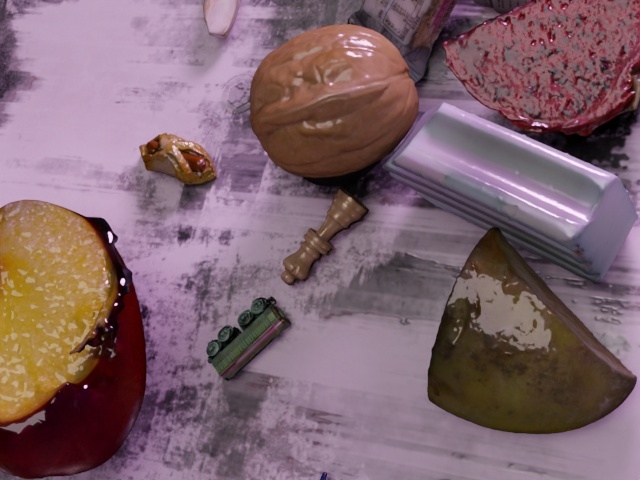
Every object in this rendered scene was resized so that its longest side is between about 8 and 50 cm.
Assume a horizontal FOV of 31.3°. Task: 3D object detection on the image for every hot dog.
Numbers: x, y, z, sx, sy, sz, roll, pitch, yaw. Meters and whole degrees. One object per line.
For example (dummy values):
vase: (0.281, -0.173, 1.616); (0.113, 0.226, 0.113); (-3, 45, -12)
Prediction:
hot dog: (-0.252, -0.145, 1.938); (0.169, 0.061, 0.078); (17, 79, 29)

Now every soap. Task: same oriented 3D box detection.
soap: (0.253, -0.078, 1.595); (0.347, 0.208, 0.115); (28, 84, 31)

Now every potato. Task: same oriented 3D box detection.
potato: (0.289, 0.151, 1.517); (0.255, 0.112, 0.269); (21, 105, 21)

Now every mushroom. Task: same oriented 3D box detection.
mushroom: (-0.160, -0.452, 2.002); (0.084, 0.071, 0.209); (14, 80, -4)

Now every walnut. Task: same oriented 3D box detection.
walnut: (0.015, -0.207, 1.709); (0.261, 0.225, 0.225); (-14, 67, 19)

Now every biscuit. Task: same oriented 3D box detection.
biscuit: (0.157, -0.417, 1.781); (0.186, 0.079, 0.309); (47, 125, 32)

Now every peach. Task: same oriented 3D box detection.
peach: (-0.441, 0.146, 1.759); (0.339, 0.353, 0.417); (-1, 93, -6)

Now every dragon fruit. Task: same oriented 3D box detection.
dragon fruit: (0.358, -0.243, 1.652); (0.317, 0.152, 0.205); (-20, 77, 11)

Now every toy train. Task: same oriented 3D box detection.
toy train: (-0.117, 0.152, 1.786); (0.148, 0.038, 0.071); (-43, 60, 7)

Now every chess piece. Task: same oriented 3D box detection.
chess piece: (0.000, 0.000, 1.777); (0.060, 0.060, 0.172); (42, 95, 30)

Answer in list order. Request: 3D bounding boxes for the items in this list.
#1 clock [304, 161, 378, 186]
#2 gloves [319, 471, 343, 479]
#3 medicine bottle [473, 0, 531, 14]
clock: (0.023, -0.178, 1.834); (0.184, 0.040, 0.184); (-8, 69, 22)
gloves: (0.002, 0.380, 1.658); (0.086, 0.026, 0.064); (-48, 58, 4)
medicine bottle: (0.302, -0.382, 1.750); (0.130, 0.080, 0.080); (21, 82, 33)
